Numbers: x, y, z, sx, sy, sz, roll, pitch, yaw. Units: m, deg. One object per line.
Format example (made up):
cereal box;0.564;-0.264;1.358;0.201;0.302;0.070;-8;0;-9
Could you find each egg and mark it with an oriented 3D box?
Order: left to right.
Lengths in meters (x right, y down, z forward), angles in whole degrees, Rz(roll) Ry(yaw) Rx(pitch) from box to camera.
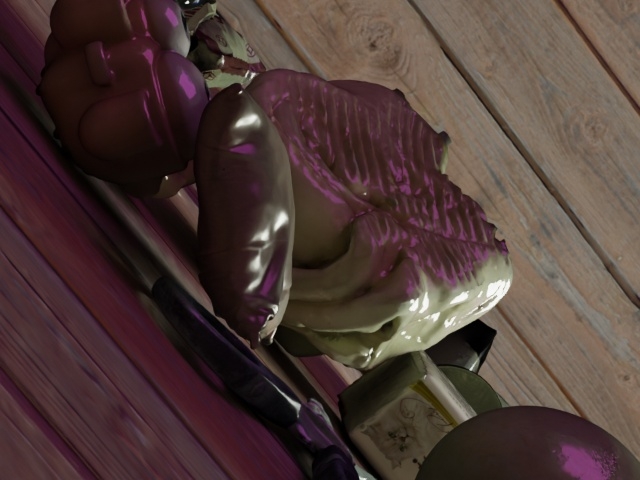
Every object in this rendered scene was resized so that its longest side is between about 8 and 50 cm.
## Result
egg;0.161;0.221;1.371;0.253;0.186;0.186;47;6;-47

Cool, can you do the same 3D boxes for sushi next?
sushi;0.079;0.115;2.273;0.273;0.134;0.109;35;-21;25

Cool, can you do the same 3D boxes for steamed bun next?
steamed bun;0.000;0.000;1.645;0.268;0.207;0.280;53;30;16

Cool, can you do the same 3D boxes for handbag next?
handbag;-0.179;-0.247;2.239;0.213;0.127;0.235;25;1;7

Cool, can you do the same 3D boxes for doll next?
doll;-0.137;-0.106;1.419;0.278;0.119;0.154;8;66;-87

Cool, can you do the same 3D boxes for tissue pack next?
tissue pack;0.095;0.182;1.668;0.149;0.099;0.106;51;5;-15

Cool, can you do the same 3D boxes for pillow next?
pillow;-0.051;-0.010;1.304;0.270;0.067;0.173;54;34;-89

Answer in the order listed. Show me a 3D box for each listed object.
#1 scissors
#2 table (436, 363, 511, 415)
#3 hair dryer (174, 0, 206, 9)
scissors;0.001;0.146;1.349;0.256;0.029;0.383;49;0;14
table;0.145;0.208;1.869;0.126;0.126;0.220;53;4;23
hair dryer;-0.251;-0.306;1.438;0.320;0.156;0.284;40;11;31
